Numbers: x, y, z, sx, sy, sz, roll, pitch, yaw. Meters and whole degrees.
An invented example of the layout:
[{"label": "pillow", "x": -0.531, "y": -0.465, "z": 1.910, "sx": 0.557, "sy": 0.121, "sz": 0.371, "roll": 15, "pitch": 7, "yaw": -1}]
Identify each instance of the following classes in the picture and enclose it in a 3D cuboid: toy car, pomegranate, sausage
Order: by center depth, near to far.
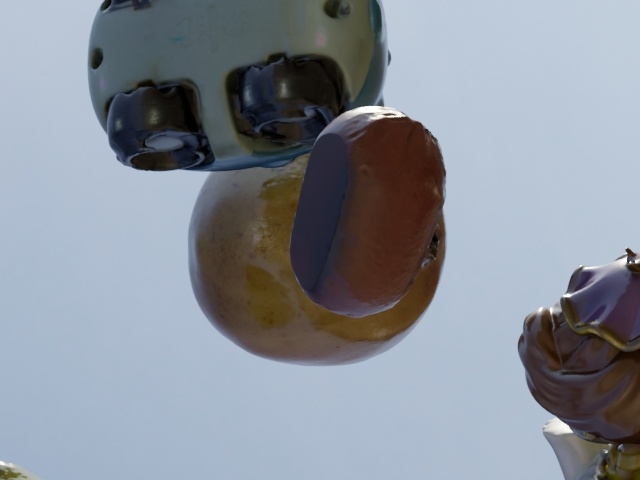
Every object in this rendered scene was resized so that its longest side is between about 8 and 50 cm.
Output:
[{"label": "sausage", "x": 0.021, "y": -0.013, "z": 0.812, "sx": 0.054, "sy": 0.059, "sz": 0.094, "roll": 1, "pitch": -64, "yaw": -31}, {"label": "toy car", "x": -0.057, "y": -0.146, "z": 1.539, "sx": 0.190, "sy": 0.255, "sz": 0.188, "roll": 33, "pitch": -131, "yaw": -63}, {"label": "pomegranate", "x": 0.000, "y": 0.000, "z": 1.865, "sx": 0.264, "sy": 0.264, "sz": 0.264, "roll": 23, "pitch": -118, "yaw": -56}]

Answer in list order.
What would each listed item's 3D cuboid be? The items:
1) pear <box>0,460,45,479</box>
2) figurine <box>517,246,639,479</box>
[{"label": "pear", "x": -0.278, "y": 0.354, "z": 1.662, "sx": 0.269, "sy": 0.269, "sz": 0.321, "roll": 24, "pitch": -127, "yaw": -56}, {"label": "figurine", "x": 0.225, "y": 0.124, "z": 1.304, "sx": 0.142, "sy": 0.189, "sz": 0.263, "roll": -31, "pitch": -65, "yaw": -41}]
